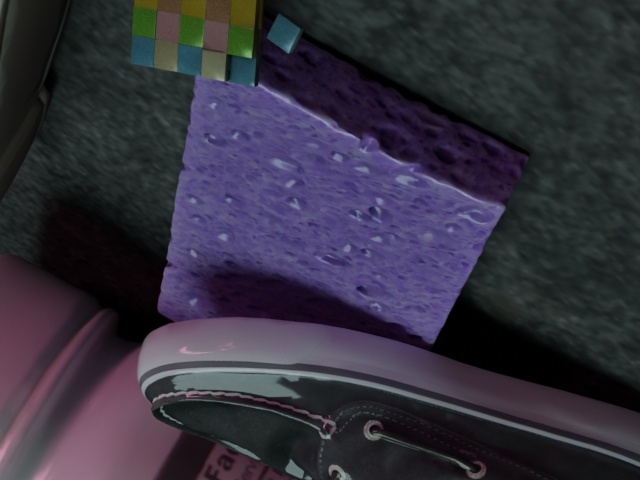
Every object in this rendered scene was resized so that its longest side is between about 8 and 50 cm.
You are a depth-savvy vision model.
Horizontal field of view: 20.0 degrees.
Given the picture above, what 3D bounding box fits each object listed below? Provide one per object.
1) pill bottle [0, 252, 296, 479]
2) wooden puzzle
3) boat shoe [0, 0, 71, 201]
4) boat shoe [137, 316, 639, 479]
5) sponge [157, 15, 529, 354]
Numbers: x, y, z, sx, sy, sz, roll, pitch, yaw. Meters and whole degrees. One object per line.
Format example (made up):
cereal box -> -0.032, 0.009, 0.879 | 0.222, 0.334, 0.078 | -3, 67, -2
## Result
pill bottle -> -0.029, 0.166, 0.825 | 0.361, 0.204, 0.204 | 30, 153, 2
wooden puzzle -> -0.041, -0.079, 0.605 | 0.083, 0.006, 0.049 | 14, 107, 29
boat shoe -> -0.139, -0.067, 0.683 | 0.065, 0.075, 0.206 | 28, 158, -2
boat shoe -> 0.034, 0.092, 0.719 | 0.228, 0.076, 0.080 | 15, 153, -5
sponge -> 0.000, 0.000, 0.705 | 0.117, 0.031, 0.210 | 27, 152, 4
